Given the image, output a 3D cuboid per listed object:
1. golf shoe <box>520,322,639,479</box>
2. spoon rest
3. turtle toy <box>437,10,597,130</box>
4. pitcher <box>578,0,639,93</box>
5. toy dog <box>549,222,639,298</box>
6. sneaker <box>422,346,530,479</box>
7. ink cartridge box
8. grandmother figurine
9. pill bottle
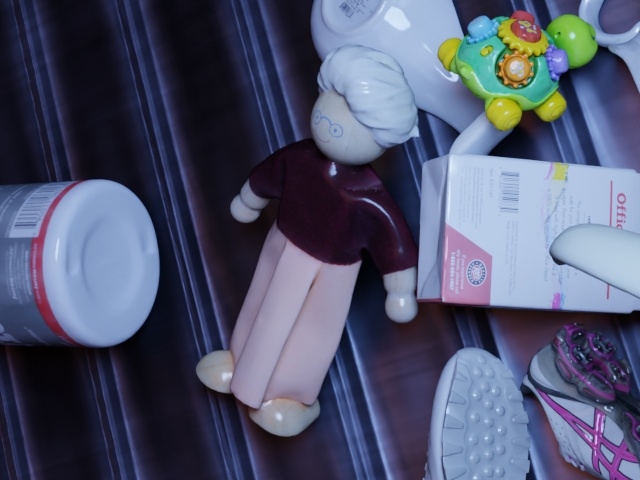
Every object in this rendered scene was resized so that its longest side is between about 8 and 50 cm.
[{"bbox_3d":[0.232,0.158,0.953,0.186,0.067,0.086,56,133,25],"label":"golf shoe"},{"bbox_3d":[0.081,-0.162,1.070,0.137,0.084,0.276,-45,52,16],"label":"spoon rest"},{"bbox_3d":[0.161,-0.144,0.955,0.095,0.130,0.066,55,142,29],"label":"turtle toy"},{"bbox_3d":[0.299,-0.207,0.930,0.207,0.125,0.177,-57,47,24],"label":"pitcher"},{"bbox_3d":[0.368,-0.106,0.662,0.395,0.285,0.407,28,98,60],"label":"toy dog"},{"bbox_3d":[0.114,0.205,0.991,0.095,0.090,0.235,-16,72,62],"label":"sneaker"},{"bbox_3d":[0.181,-0.001,0.958,0.198,0.067,0.115,5,86,-14],"label":"ink cartridge box"},{"bbox_3d":[0.000,0.000,1.022,0.208,0.104,0.342,28,118,20],"label":"grandmother figurine"},{"bbox_3d":[-0.318,0.025,1.210,0.283,0.161,0.161,-1,83,29],"label":"pill bottle"}]
